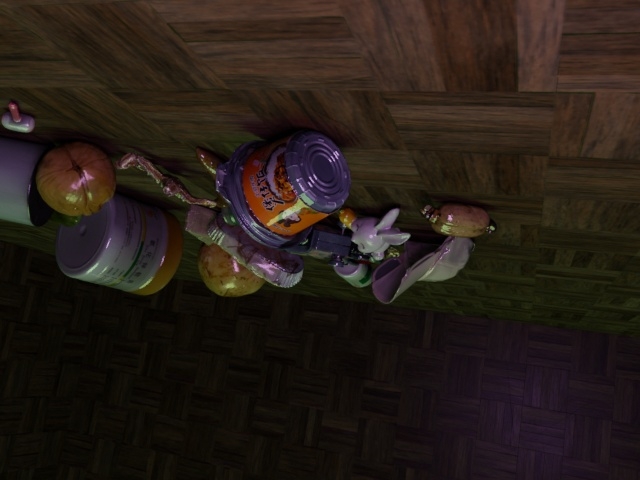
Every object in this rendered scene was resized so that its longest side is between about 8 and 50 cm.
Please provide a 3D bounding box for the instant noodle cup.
[{"bbox_3d":[-0.036,-0.087,0.924,0.125,0.178,0.208,-20,173,43],"label":"instant noodle cup"}]

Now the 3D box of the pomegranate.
[{"bbox_3d":[-0.236,0.053,1.751,0.215,0.215,0.215,9,170,2],"label":"pomegranate"}]

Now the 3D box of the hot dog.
[{"bbox_3d":[-0.158,0.019,1.552,0.268,0.075,0.144,35,-145,3],"label":"hot dog"}]

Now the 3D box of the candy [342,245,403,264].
[{"bbox_3d":[0.102,0.034,1.698,0.292,0.059,0.086,2,169,37],"label":"candy"}]

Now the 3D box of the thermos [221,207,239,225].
[{"bbox_3d":[-0.114,-0.065,1.319,0.187,0.073,0.083,3,166,30],"label":"thermos"}]

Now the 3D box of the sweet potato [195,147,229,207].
[{"bbox_3d":[-0.184,-0.110,1.192,0.078,0.058,0.255,29,167,7],"label":"sweet potato"}]

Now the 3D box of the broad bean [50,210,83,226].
[{"bbox_3d":[-0.642,-0.093,1.475,0.206,0.072,0.153,19,154,39],"label":"broad bean"}]

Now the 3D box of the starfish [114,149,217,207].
[{"bbox_3d":[-0.296,-0.119,1.214,0.209,0.053,0.150,29,-169,-21],"label":"starfish"}]

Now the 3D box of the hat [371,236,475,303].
[{"bbox_3d":[0.247,0.077,1.458,0.164,0.226,0.219,34,165,-15],"label":"hat"}]

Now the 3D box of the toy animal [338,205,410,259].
[{"bbox_3d":[0.118,-0.031,1.325,0.127,0.131,0.181,-25,172,6],"label":"toy animal"}]

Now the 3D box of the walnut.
[{"bbox_3d":[-0.460,-0.114,1.167,0.144,0.144,0.180,11,173,-10],"label":"walnut"}]

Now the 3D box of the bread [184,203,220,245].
[{"bbox_3d":[-0.310,-0.041,1.605,0.105,0.077,0.152,-2,163,44],"label":"bread"}]

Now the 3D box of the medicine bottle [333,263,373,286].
[{"bbox_3d":[0.108,0.090,1.898,0.095,0.095,0.260,6,168,14],"label":"medicine bottle"}]

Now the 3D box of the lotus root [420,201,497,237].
[{"bbox_3d":[0.256,-0.040,1.159,0.152,0.063,0.072,11,150,-12],"label":"lotus root"}]

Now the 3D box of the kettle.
[{"bbox_3d":[-0.653,-0.137,1.232,0.236,0.161,0.221,11,-160,-4],"label":"kettle"}]

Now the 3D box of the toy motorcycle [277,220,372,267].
[{"bbox_3d":[0.000,0.000,1.509,0.307,0.108,0.173,13,178,-25],"label":"toy motorcycle"}]

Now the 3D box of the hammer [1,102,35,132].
[{"bbox_3d":[-0.505,-0.207,1.022,0.052,0.031,0.083,8,164,-15],"label":"hammer"}]

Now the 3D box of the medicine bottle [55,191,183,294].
[{"bbox_3d":[-0.513,0.006,1.582,0.238,0.238,0.232,2,167,36],"label":"medicine bottle"}]
